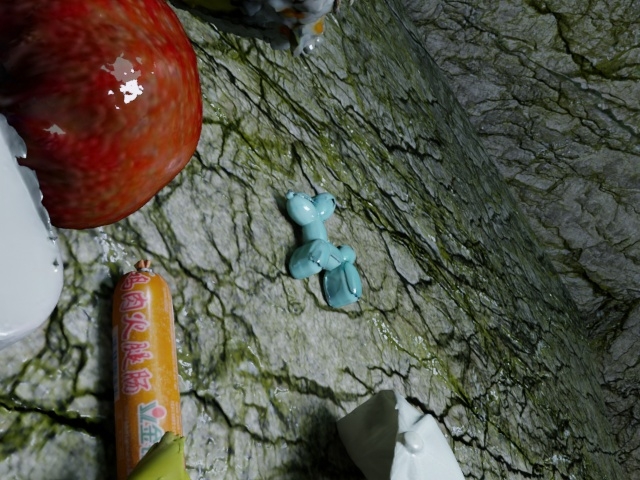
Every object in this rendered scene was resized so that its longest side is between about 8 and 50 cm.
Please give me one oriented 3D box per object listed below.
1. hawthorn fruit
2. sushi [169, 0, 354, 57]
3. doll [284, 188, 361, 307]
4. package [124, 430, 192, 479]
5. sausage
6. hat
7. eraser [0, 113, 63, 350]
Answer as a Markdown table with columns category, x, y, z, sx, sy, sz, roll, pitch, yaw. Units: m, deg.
| category | x | y | z | sx | sy | sz | roll | pitch | yaw |
| --- | --- | --- | --- | --- | --- | --- | --- | --- | --- |
| hawthorn fruit | -0.193 | -0.115 | 0.486 | 0.215 | 0.215 | 0.249 | 60 | 11 | -9 |
| sushi | -0.138 | -0.305 | 0.591 | 0.418 | 0.418 | 0.175 | -1 | 108 | -62 |
| doll | 0.000 | 0.000 | 0.888 | 0.159 | 0.059 | 0.158 | 43 | 35 | -33 |
| package | -0.136 | 0.225 | 0.363 | 0.226 | 0.090 | 0.168 | -19 | 75 | -43 |
| sausage | -0.135 | 0.170 | 0.493 | 0.053 | 0.053 | 0.347 | 27 | 44 | -51 |
| hat | 0.112 | 0.332 | 0.672 | 0.301 | 0.168 | 0.257 | 54 | 29 | -20 |
| eraser | -0.309 | -0.081 | 0.296 | 0.331 | 0.150 | 0.331 | 40 | 38 | -40 |
